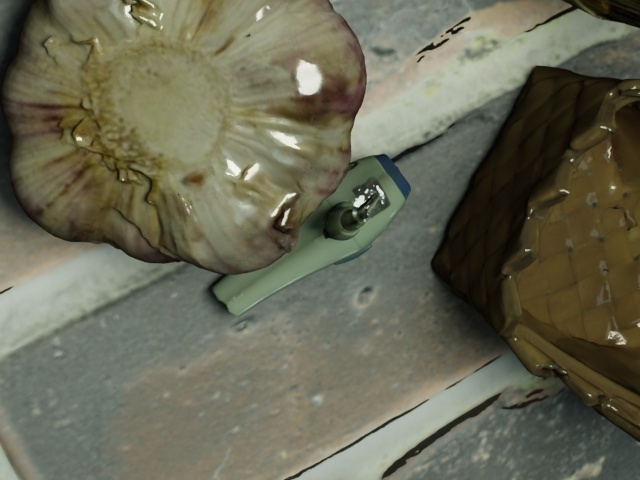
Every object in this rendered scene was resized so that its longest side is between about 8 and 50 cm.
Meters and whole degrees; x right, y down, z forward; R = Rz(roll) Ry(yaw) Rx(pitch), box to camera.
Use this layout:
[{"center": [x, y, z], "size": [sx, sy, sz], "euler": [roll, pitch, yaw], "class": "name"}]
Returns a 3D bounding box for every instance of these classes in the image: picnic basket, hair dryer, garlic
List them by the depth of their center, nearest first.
[{"center": [-0.089, -0.091, 0.810], "size": [0.245, 0.160, 0.245], "euler": [1, 99, 4], "class": "garlic"}, {"center": [-0.014, 0.010, 0.866], "size": [0.167, 0.199, 0.067], "euler": [-38, 95, 14], "class": "hair dryer"}, {"center": [0.272, 0.022, 0.920], "size": [0.291, 0.321, 0.254], "euler": [27, 95, -26], "class": "picnic basket"}]

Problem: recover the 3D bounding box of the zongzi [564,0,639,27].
[{"center": [0.143, -0.221, 0.819], "size": [0.317, 0.289, 0.154], "euler": [-7, 123, -19], "class": "zongzi"}]
